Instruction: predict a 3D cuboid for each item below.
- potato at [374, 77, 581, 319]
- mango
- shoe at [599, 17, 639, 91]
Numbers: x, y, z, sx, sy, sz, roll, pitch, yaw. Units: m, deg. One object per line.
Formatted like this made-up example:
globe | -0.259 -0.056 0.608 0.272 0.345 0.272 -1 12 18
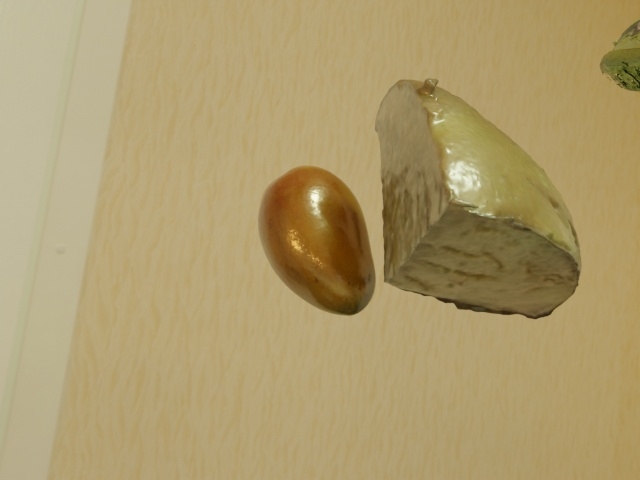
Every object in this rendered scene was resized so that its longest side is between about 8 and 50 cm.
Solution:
potato | 0.174 -0.072 0.623 0.190 0.264 0.211 4 -30 -9
mango | -0.006 -0.002 0.784 0.152 0.221 0.120 6 -38 -27
shoe | 0.589 -0.313 0.979 0.140 0.128 0.262 11 6 -27
